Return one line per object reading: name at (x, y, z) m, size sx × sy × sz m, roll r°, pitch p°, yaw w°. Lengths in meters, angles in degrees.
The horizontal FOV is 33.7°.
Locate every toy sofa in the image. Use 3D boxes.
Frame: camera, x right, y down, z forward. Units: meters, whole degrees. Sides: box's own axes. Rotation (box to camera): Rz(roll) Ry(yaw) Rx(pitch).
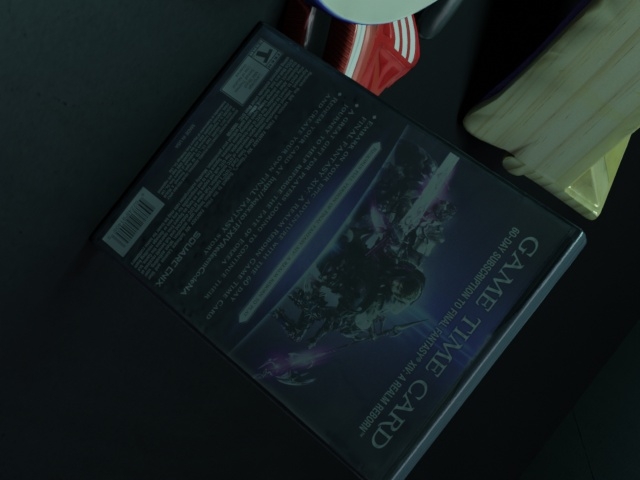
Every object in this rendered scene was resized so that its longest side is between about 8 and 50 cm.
toy sofa at (0.300, -0.188, 0.976) m, size 0.150 × 0.177 × 0.362 m, roll -60°, pitch -175°, yaw -33°

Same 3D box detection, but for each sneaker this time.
sneaker at (0.018, -0.094, 0.809) m, size 0.128 × 0.087 × 0.221 m, roll -15°, pitch 136°, yaw -49°

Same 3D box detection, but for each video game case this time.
video game case at (0.000, 0.000, 0.680) m, size 0.196 × 0.274 × 0.026 m, roll -52°, pitch 154°, yaw -2°

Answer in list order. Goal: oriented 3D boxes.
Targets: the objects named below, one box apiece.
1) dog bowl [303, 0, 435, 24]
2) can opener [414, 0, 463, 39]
dog bowl at (0.039, -0.265, 0.614) m, size 0.265 × 0.104 × 0.265 m, roll -38°, pitch 150°, yaw -27°
can opener at (0.125, -0.245, 0.846) m, size 0.186 × 0.073 × 0.059 m, roll -59°, pitch -168°, yaw 18°
